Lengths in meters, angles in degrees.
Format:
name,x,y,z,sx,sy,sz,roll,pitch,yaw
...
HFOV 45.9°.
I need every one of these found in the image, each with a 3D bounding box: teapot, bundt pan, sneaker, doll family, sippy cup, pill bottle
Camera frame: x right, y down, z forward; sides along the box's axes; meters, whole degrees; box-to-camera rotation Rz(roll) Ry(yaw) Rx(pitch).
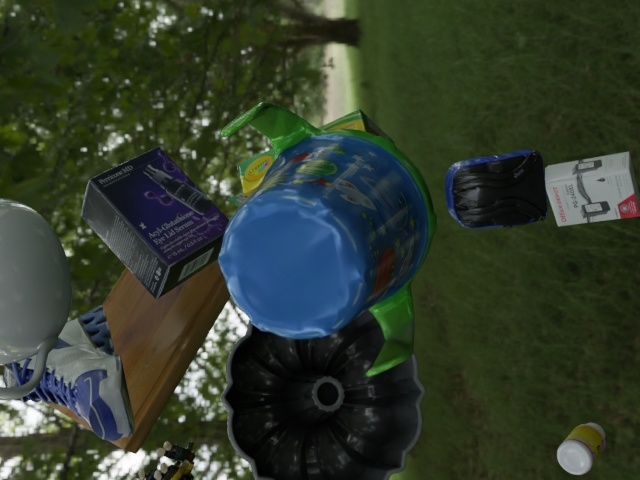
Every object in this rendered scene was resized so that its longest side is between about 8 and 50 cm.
name,x,y,z,sx,sy,sz,roll,pitch,yaw
teapot,-0.478,0.068,1.028,0.187,0.256,0.253,-17,-72,-57
bundt pan,-0.009,0.248,1.194,0.124,0.330,0.331,143,128,-64
sneaker,-0.412,0.226,1.217,0.315,0.182,0.127,-139,39,-58
doll family,-0.319,0.507,1.568,0.076,0.193,0.111,44,-178,39
sippy cup,0.000,0.000,0.876,0.240,0.305,0.224,-67,-10,22
pill bottle,0.332,0.259,0.953,0.083,0.043,0.043,-18,-71,-52

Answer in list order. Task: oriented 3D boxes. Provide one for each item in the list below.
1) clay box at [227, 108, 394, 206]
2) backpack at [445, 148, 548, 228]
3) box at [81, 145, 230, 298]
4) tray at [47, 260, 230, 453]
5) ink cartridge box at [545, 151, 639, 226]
name,x,y,z,sx,sy,sz,roll,pitch,yaw
clay box,-0.013,-0.098,1.058,0.127,0.222,0.053,28,-134,-61
backpack,0.223,-0.063,0.990,0.101,0.120,0.098,-115,14,-82
box,-0.276,-0.033,1.276,0.153,0.207,0.108,-37,-13,-40
tray,-0.344,0.183,1.491,0.411,0.203,0.076,-60,-17,-18
ink cartridge box,0.500,-0.092,1.395,0.109,0.150,0.063,61,-145,-32
